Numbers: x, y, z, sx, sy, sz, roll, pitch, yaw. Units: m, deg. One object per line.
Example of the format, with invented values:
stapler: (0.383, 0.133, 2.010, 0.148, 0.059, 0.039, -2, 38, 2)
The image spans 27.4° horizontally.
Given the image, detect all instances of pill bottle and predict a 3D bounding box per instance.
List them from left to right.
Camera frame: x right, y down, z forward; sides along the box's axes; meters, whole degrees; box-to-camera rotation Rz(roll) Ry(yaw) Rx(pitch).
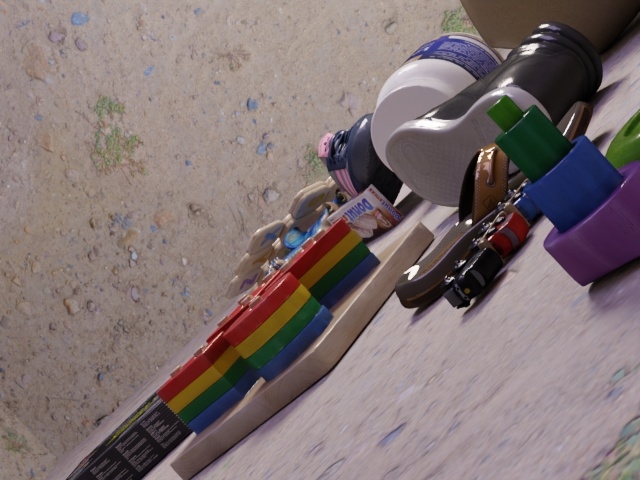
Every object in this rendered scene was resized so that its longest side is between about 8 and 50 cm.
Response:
pill bottle: (0.158, -0.176, 1.728, 0.153, 0.153, 0.265, -42, 4, 26)

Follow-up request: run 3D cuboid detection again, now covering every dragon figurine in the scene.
dragon figurine: (0.000, 0.000, 2.033, 0.144, 0.085, 0.289, -42, 5, 20)

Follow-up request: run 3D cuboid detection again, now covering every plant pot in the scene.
plant pot: (0.266, -0.313, 1.514, 0.284, 0.284, 0.191, -66, -19, -82)

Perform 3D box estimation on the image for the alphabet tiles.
alphabet tiles: (-0.033, -0.001, 2.164, 0.278, 0.021, 0.284, -27, -25, -42)

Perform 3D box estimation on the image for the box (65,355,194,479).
box: (-0.254, 0.280, 1.791, 0.270, 0.060, 0.216, -43, 3, 15)

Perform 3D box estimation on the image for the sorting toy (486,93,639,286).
sorting toy: (0.192, -0.118, 0.771, 0.127, 0.126, 0.365, -40, 4, 46)

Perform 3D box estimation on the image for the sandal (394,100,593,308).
sandal: (0.132, -0.037, 1.049, 0.219, 0.060, 0.090, -44, 3, 4)

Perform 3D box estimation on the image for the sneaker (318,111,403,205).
sneaker: (0.048, -0.120, 1.907, 0.112, 0.131, 0.319, -63, -12, -9)

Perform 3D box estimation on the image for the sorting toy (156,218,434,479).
sorting toy: (-0.039, 0.087, 1.328, 0.255, 0.089, 0.257, -41, 4, 39)

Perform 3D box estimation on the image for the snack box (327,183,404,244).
snack box: (0.061, -0.032, 1.856, 0.022, 0.064, 0.178, -46, 4, -19)

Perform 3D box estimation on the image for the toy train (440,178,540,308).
toy train: (0.129, -0.003, 0.938, 0.036, 0.027, 0.158, -36, 8, 41)

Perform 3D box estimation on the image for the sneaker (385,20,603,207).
sneaker: (0.180, -0.126, 1.334, 0.147, 0.104, 0.295, -43, 8, -25)
